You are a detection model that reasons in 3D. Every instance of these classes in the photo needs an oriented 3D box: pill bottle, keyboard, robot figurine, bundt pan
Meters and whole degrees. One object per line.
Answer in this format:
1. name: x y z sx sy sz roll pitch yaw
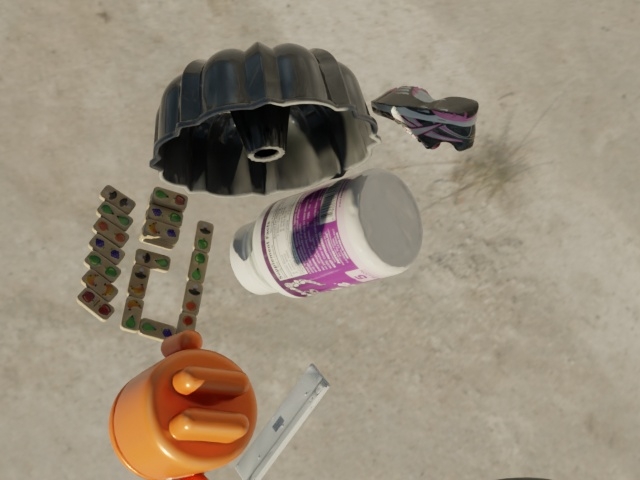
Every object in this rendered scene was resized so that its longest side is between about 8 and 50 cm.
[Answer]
1. pill bottle: 0.000 0.000 1.731 0.301 0.169 0.169 -16 96 42
2. keyboard: -0.072 0.346 2.013 0.256 0.014 0.072 -54 36 10
3. robot figurine: -0.149 0.189 1.146 0.158 0.128 0.219 56 147 -1
4. bundt pan: -0.083 -0.178 1.555 0.330 0.330 0.124 -19 69 31

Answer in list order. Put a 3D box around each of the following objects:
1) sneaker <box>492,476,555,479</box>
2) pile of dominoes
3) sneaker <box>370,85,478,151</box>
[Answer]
1. sneaker: 0.113 0.326 1.037 0.340 0.139 0.125 -31 66 16
2. pile of dominoes: -0.271 0.030 1.718 0.195 0.251 0.040 17 146 -17
3. sneaker: 0.147 -0.168 1.569 0.178 0.072 0.077 22 131 41
